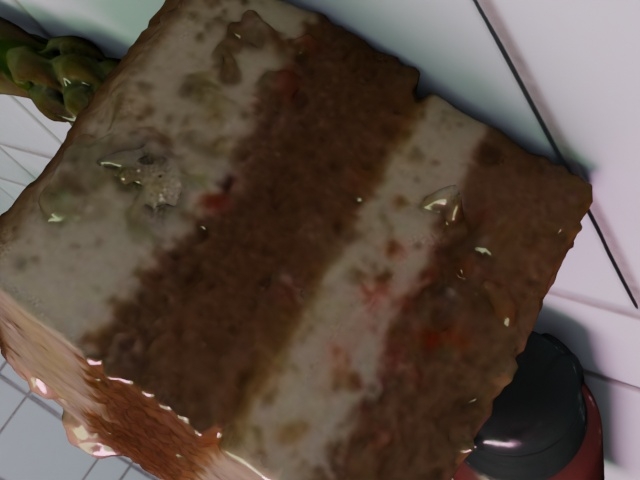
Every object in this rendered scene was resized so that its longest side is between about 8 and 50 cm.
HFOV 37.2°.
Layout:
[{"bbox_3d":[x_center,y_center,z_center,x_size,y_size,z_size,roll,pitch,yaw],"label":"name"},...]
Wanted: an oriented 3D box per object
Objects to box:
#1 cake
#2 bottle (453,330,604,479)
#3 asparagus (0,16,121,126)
[{"bbox_3d":[-0.035,0.036,0.592,0.290,0.256,0.282,31,156,0],"label":"cake"},{"bbox_3d":[0.179,0.187,0.835,0.144,0.144,0.336,25,160,27],"label":"bottle"},{"bbox_3d":[-0.217,-0.134,0.803,0.287,0.080,0.080,21,159,34],"label":"asparagus"}]
